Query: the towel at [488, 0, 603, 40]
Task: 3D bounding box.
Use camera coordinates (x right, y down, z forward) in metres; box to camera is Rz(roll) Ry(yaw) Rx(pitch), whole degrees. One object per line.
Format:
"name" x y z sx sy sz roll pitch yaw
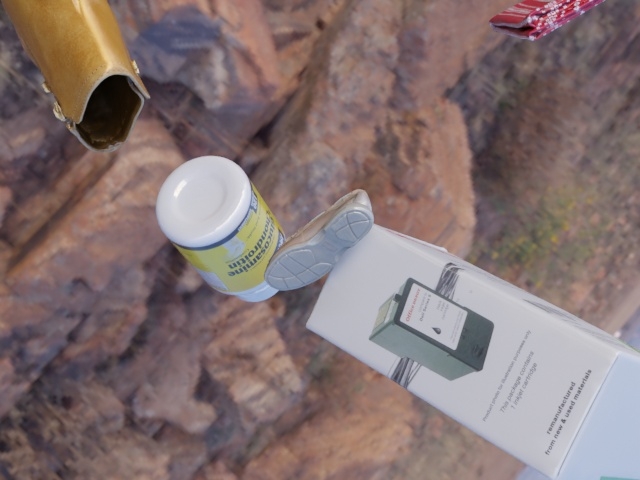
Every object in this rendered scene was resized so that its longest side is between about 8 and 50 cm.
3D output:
"towel" 0.323 -0.304 1.205 0.274 0.031 0.199 -30 -167 4

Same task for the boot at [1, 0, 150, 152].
"boot" -0.194 -0.208 0.811 0.104 0.211 0.295 -24 158 -13

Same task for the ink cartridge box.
"ink cartridge box" 0.164 0.103 1.024 0.211 0.289 0.122 19 98 -53

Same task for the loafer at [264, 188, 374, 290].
"loafer" 0.000 0.000 0.989 0.125 0.045 0.039 -37 -152 28

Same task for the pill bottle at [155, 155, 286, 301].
"pill bottle" -0.096 -0.004 1.171 0.103 0.103 0.184 -47 150 -9
